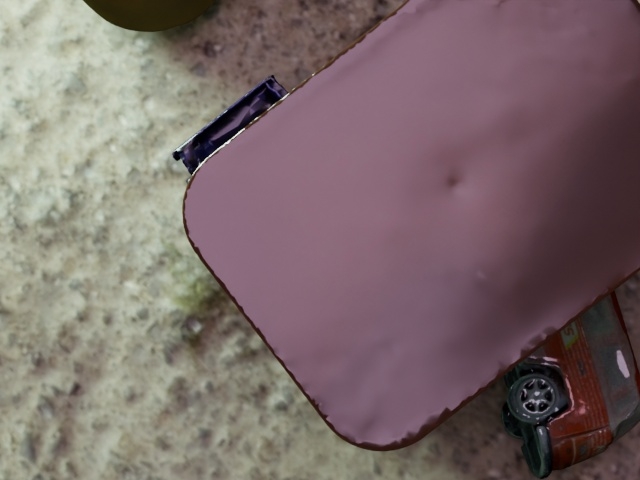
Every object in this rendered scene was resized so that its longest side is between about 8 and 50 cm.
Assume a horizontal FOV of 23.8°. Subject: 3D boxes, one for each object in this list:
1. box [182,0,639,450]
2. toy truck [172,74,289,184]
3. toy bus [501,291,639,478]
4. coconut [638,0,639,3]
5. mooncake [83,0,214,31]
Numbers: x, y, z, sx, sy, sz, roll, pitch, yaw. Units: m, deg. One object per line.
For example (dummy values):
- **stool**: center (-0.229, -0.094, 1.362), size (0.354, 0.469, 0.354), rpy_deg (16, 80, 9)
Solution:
- **box**: center (0.098, -0.034, 1.124), size (0.339, 0.229, 0.239), rpy_deg (-38, 87, 1)
- **toy truck**: center (0.000, 0.000, 1.319), size (0.124, 0.155, 0.268), rpy_deg (-37, 87, -2)
- **toy bus**: center (0.191, 0.062, 1.291), size (0.119, 0.121, 0.265), rpy_deg (-14, 73, -4)
- **coconut**: center (0.332, -0.223, 1.252), size (0.254, 0.297, 0.297), rpy_deg (22, 80, 7)
- **mooncake**: center (-0.160, -0.326, 1.448), size (0.234, 0.117, 0.235), rpy_deg (-3, 73, 10)
